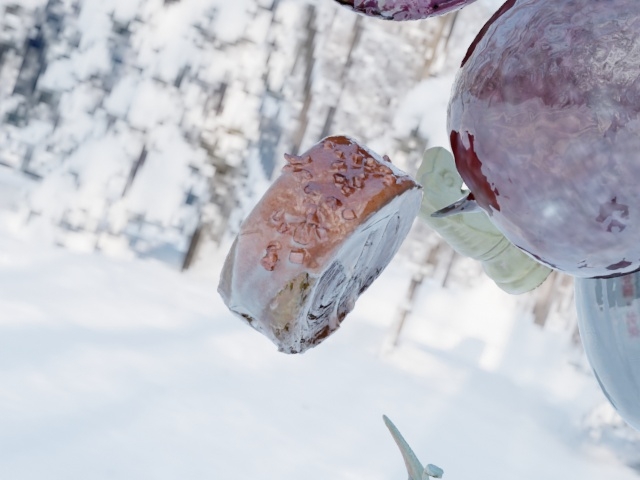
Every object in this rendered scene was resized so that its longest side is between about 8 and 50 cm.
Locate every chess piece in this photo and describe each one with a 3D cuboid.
[{"bbox_3d":[0.175,-0.023,1.608,0.200,0.090,0.090,36,-9,-33],"label":"chess piece"}]

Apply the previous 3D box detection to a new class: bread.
[{"bbox_3d":[0.000,0.000,1.009,0.073,0.160,0.160,39,7,17],"label":"bread"}]

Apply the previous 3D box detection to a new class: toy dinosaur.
[{"bbox_3d":[0.102,0.268,1.425,0.187,0.106,0.044,35,22,35],"label":"toy dinosaur"}]

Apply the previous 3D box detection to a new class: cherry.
[{"bbox_3d":[0.205,-0.091,0.933,0.203,0.300,0.230,63,13,8],"label":"cherry"}]

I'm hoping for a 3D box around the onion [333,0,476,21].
[{"bbox_3d":[0.075,-0.309,1.228,0.230,0.230,0.163,19,39,-10],"label":"onion"}]

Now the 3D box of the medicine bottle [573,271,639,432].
[{"bbox_3d":[0.383,0.034,1.134,0.306,0.245,0.245,-10,-18,38],"label":"medicine bottle"}]
